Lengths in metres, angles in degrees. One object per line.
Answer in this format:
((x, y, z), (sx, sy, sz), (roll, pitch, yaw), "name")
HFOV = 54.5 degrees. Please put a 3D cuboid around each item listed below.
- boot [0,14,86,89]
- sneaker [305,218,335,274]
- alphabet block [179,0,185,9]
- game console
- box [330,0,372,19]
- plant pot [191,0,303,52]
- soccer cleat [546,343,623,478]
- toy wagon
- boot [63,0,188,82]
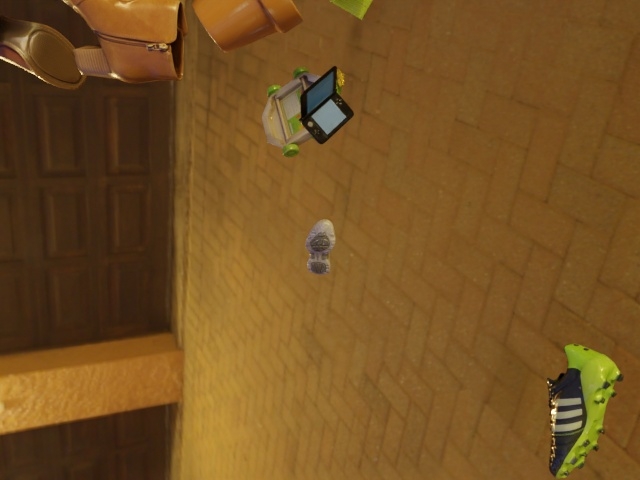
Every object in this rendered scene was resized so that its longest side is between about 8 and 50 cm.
((-0.674, -0.415, 1.348), (0.220, 0.284, 0.108), (10, 83, 47), "boot")
((0.000, 0.000, 1.952), (0.232, 0.091, 0.115), (101, 178, -50), "sneaker")
((-0.406, -0.579, 1.330), (0.192, 0.197, 0.193), (63, 148, 33), "alphabet block")
((0.016, -0.283, 1.304), (0.107, 0.122, 0.071), (48, 152, -8), "game console")
((0.113, -0.714, 1.702), (0.178, 0.109, 0.042), (-56, 20, 29), "box")
((-0.171, -0.522, 1.373), (0.205, 0.188, 0.205), (55, -170, -14), "plant pot")
((0.303, 0.206, 0.748), (0.072, 0.060, 0.178), (38, 128, 48), "soccer cleat")
((-0.048, -0.445, 2.068), (0.345, 0.068, 0.267), (-27, 65, 28), "toy wagon")
((-0.347, -0.424, 1.091), (0.104, 0.212, 0.294), (-74, -18, -57), "boot")
